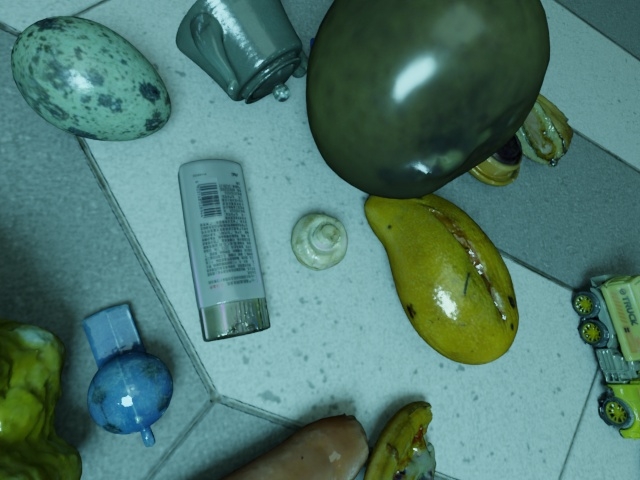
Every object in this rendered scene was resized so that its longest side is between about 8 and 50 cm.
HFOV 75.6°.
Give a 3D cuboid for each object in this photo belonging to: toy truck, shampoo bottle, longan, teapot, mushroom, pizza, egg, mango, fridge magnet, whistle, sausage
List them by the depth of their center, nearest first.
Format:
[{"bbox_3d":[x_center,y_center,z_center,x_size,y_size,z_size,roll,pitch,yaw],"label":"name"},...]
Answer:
[{"bbox_3d":[-0.124,0.304,0.414,0.419,0.094,0.094,-20,120,-26],"label":"sausage"},{"bbox_3d":[-0.208,0.143,0.439,0.090,0.090,0.158,-21,82,-26],"label":"whistle"},{"bbox_3d":[-0.267,-0.187,0.496,0.172,0.132,0.132,19,67,-28],"label":"egg"},{"bbox_3d":[0.109,0.311,0.508,0.184,0.036,0.176,-15,89,-51],"label":"pizza"},{"bbox_3d":[-0.125,0.009,0.530,0.086,0.056,0.227,-7,76,-25],"label":"shampoo bottle"},{"bbox_3d":[0.128,-0.211,0.548,0.319,0.319,0.319,7,71,-20],"label":"longan"},{"bbox_3d":[0.000,0.000,0.576,0.083,0.067,0.084,11,63,-22],"label":"mushroom"},{"bbox_3d":[-0.088,-0.267,0.592,0.149,0.162,0.239,52,33,-9],"label":"teapot"},{"bbox_3d":[0.182,0.039,0.605,0.177,0.120,0.295,-24,83,-26],"label":"mango"},{"bbox_3d":[0.549,0.183,0.683,0.124,0.157,0.272,1,73,-22],"label":"toy truck"},{"bbox_3d":[0.313,-0.166,0.756,0.143,0.063,0.143,8,67,-19],"label":"fridge magnet"}]

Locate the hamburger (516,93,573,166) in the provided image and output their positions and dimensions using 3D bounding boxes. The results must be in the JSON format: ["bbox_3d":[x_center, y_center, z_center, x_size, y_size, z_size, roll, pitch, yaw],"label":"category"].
[{"bbox_3d":[0.433,-0.226,0.817,0.102,0.087,0.176,-18,72,-38],"label":"hamburger"}]

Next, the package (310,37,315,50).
[{"bbox_3d":[0.064,-0.256,0.706,0.171,0.027,0.173,1,78,-22],"label":"package"}]

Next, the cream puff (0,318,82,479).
[{"bbox_3d":[-0.332,0.185,0.278,0.274,0.270,0.323,45,65,-8],"label":"cream puff"}]
